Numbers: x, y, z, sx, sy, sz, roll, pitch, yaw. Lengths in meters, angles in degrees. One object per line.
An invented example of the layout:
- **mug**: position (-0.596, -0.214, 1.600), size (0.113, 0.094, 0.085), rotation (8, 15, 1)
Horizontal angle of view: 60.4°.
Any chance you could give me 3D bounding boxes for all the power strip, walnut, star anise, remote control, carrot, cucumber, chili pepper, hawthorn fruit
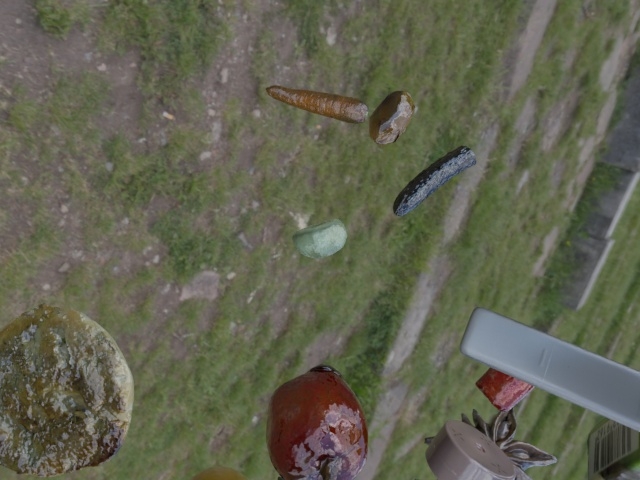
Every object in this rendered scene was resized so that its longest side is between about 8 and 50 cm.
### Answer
- **power strip**: position (0.272, 0.407, 1.000), size (0.078, 0.154, 0.154), rotation (-58, 153, 12)
- **walnut**: position (0.241, -0.420, 1.878), size (0.245, 0.137, 0.137), rotation (-64, 154, -26)
- **star anise**: position (0.424, 0.567, 1.421), size (0.349, 0.292, 0.109), rotation (-41, 141, -31)
- **remote control**: position (0.298, 0.158, 0.655), size (0.029, 0.260, 0.067), rotation (79, 35, -67)
- **carrot**: position (-0.006, -0.250, 0.989), size (0.047, 0.191, 0.047), rotation (17, 90, -80)
- **cucumber**: position (0.323, -0.175, 1.609), size (0.303, 0.081, 0.072), rotation (-34, -174, -15)
- **chili pepper**: position (0.333, 0.232, 0.955), size (0.123, 0.070, 0.073), rotation (-47, -162, 10)
- **hawthorn fruit**: position (-0.001, 0.369, 1.035), size (0.215, 0.250, 0.215), rotation (-4, 108, -13)

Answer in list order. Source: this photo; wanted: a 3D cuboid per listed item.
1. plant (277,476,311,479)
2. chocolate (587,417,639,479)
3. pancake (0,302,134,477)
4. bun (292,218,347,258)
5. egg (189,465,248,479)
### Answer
- **plant**: position (-0.024, 0.278, 0.585), size (0.102, 0.051, 0.051), rotation (39, 77, -36)
- **chocolate**: position (0.639, 0.403, 0.936), size (0.137, 0.288, 0.301), rotation (-58, 160, -27)
- **pancake**: position (-0.514, 0.290, 1.064), size (0.356, 0.356, 0.065), rotation (-69, 167, 8)
- **bun**: position (0.000, 0.000, 1.895), size (0.195, 0.195, 0.118), rotation (-28, 103, -48)
- **egg**: position (-0.307, 0.808, 1.634), size (0.250, 0.250, 0.322), rotation (-61, -172, -7)
